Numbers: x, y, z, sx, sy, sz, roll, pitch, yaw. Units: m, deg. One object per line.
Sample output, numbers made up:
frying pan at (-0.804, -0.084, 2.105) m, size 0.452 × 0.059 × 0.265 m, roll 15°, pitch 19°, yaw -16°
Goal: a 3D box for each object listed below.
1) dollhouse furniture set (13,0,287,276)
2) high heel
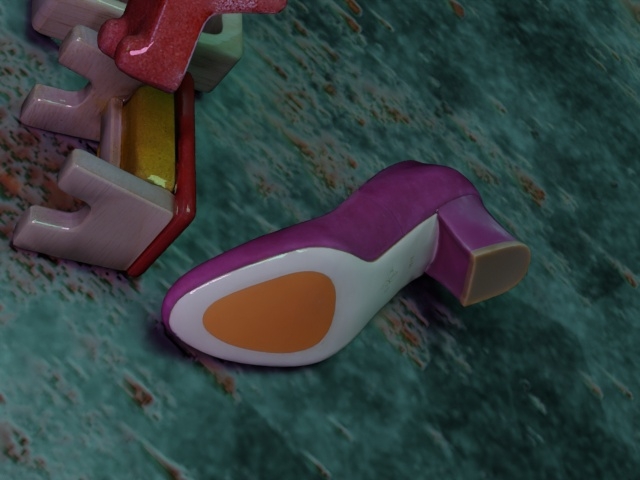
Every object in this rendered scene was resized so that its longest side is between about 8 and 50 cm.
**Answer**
dollhouse furniture set at (-0.056, -0.178, 0.816) m, size 0.152 × 0.201 × 0.374 m, roll 17°, pitch 49°, yaw -28°
high heel at (0.000, 0.000, 0.837) m, size 0.244 × 0.082 × 0.117 m, roll -15°, pitch 40°, yaw -30°
